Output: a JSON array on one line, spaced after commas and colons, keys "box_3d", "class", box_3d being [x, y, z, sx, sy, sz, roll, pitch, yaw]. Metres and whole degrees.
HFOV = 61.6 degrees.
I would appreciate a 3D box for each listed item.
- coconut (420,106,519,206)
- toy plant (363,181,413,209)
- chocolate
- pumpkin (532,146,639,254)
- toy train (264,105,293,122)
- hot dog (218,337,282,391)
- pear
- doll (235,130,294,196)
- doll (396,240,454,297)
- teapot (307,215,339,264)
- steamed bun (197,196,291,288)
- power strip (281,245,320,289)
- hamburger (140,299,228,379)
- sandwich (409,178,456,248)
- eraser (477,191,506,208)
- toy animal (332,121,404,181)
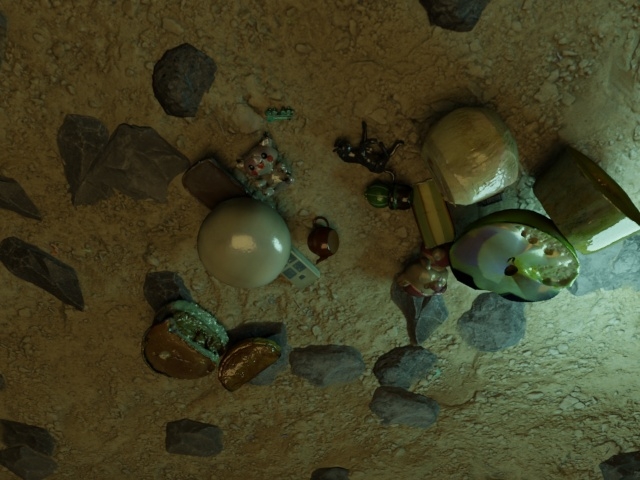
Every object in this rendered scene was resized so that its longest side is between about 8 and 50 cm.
[{"box_3d": [0.450, -0.258, 1.599, 0.254, 0.297, 0.297, -27, 119, 2], "class": "coconut"}, {"box_3d": [0.224, -0.149, 1.786, 0.162, 0.093, 0.093, 9, 125, 21], "class": "toy plant"}, {"box_3d": [-0.339, -0.180, 1.810, 0.161, 0.083, 0.261, -29, 126, 21], "class": "chocolate"}, {"box_3d": [0.812, -0.106, 1.656, 0.332, 0.332, 0.199, 31, 121, -16], "class": "pumpkin"}, {"box_3d": [-0.130, -0.396, 1.692, 0.092, 0.029, 0.045, -2, 130, 3], "class": "toy train"}, {"box_3d": [-0.290, 0.492, 2.189, 0.272, 0.122, 0.196, -39, 141, -3], "class": "hot dog"}, {"box_3d": [0.633, 0.022, 1.753, 0.398, 0.165, 0.399, 14, 142, 11], "class": "pear"}, {"box_3d": [-0.174, -0.240, 1.756, 0.149, 0.095, 0.192, -33, 114, 15], "class": "doll"}, {"box_3d": [0.397, 0.101, 1.913, 0.196, 0.152, 0.256, 22, 122, -9], "class": "doll"}, {"box_3d": [0.000, 0.000, 1.904, 0.116, 0.116, 0.173, -4, 96, 5], "class": "teapot"}, {"box_3d": [-0.255, 0.021, 1.796, 0.324, 0.206, 0.324, 0, 131, 0], "class": "steamed bun"}, {"box_3d": [-0.143, 0.053, 1.974, 0.106, 0.043, 0.367, -36, 115, 24], "class": "power strip"}, {"box_3d": [-0.555, 0.411, 2.140, 0.276, 0.195, 0.318, -34, 113, 25], "class": "hamburger"}, {"box_3d": [0.366, -0.091, 1.776, 0.117, 0.187, 0.144, -19, 126, 14], "class": "sandwich"}, {"box_3d": [0.582, -0.138, 1.827, 0.099, 0.019, 0.027, -21, 106, 16], "class": "eraser"}, {"box_3d": [0.160, -0.281, 1.732, 0.232, 0.085, 0.148, 24, 134, -14], "class": "toy animal"}]
